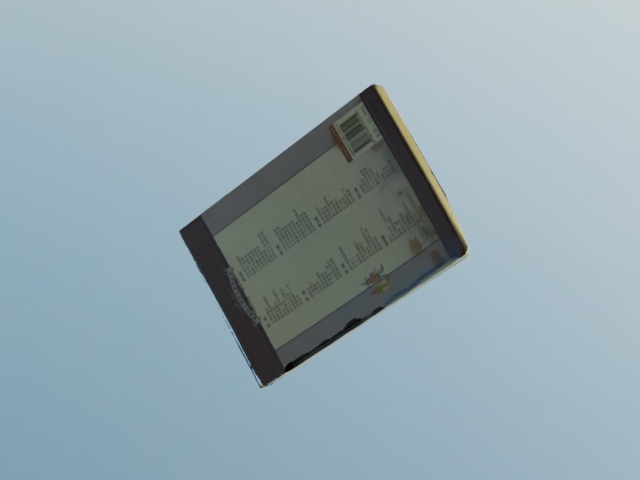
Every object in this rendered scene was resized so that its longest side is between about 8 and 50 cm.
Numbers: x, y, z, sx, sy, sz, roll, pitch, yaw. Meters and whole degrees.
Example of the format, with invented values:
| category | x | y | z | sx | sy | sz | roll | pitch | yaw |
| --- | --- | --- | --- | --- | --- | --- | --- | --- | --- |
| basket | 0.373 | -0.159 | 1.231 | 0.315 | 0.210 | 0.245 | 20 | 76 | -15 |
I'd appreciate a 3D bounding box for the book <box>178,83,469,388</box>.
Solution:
| category | x | y | z | sx | sy | sz | roll | pitch | yaw |
| --- | --- | --- | --- | --- | --- | --- | --- | --- | --- |
| book | 0.000 | 0.000 | 1.187 | 0.231 | 0.157 | 0.026 | -35 | 165 | 28 |
